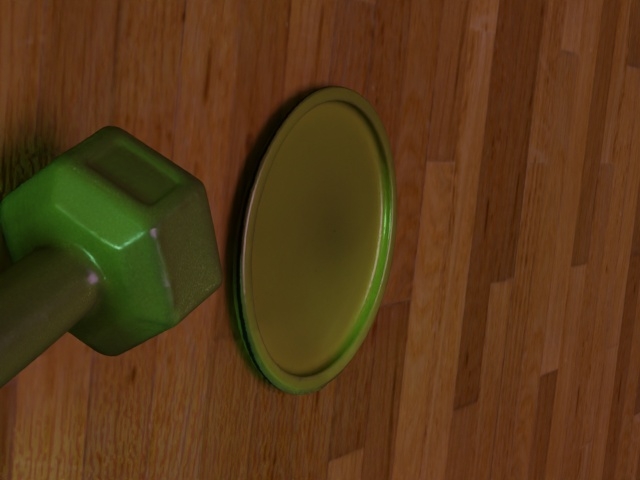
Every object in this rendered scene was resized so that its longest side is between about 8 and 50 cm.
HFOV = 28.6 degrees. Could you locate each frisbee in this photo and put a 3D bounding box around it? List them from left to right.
[{"bbox_3d":[0.000,0.000,0.955,0.236,0.017,0.236,-23,118,-56],"label":"frisbee"}]

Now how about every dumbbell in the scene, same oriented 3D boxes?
[{"bbox_3d":[-0.166,0.053,0.589,0.302,0.121,0.108,-43,162,-47],"label":"dumbbell"}]
